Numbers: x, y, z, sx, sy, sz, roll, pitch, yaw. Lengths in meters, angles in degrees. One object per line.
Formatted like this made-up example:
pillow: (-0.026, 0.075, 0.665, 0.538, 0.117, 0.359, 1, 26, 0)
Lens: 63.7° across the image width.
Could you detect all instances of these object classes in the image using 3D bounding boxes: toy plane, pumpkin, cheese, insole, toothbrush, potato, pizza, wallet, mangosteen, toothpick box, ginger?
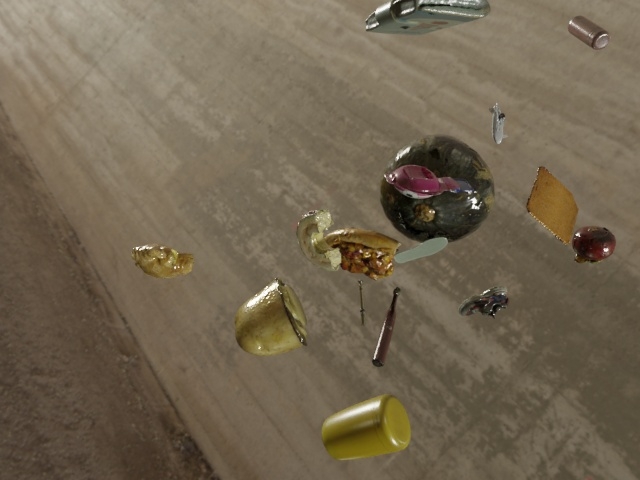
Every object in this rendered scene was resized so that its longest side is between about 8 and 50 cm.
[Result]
toy plane: (0.753, -0.497, 2.187, 0.162, 0.066, 0.171, 9, 70, -74)
pumpkin: (0.448, -0.190, 2.009, 0.454, 0.454, 0.344, 43, 38, -14)
cheese: (0.292, -0.156, 1.396, 0.245, 0.062, 0.155, 3, 33, -13)
insole: (0.261, 0.027, 1.347, 0.053, 0.153, 0.002, 51, 31, -33)
toothbrush: (0.226, 0.277, 1.710, 0.041, 0.041, 0.364, 43, 37, -12)
potato: (-0.168, 0.265, 1.679, 0.242, 0.243, 0.285, 42, 15, -35)
pizza: (0.150, 0.051, 1.928, 0.409, 0.114, 0.278, 1, -35, 47)
wallet: (0.291, -0.662, 1.518, 0.252, 0.083, 0.360, -3, 13, -19)
mangosteen: (1.162, 0.024, 2.197, 0.166, 0.166, 0.180, 43, -22, 44)
toothpick box: (0.140, 0.620, 1.686, 0.175, 0.271, 0.175, 41, 35, -36)
ginger: (-0.492, 0.066, 1.631, 0.216, 0.157, 0.102, 37, 42, -57)

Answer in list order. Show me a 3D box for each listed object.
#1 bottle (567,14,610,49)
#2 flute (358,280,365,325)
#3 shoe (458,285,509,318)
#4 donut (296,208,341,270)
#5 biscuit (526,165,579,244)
bottle: (0.733, -0.570, 1.412, 0.053, 0.053, 0.140, 42, 23, -37)
flute: (0.200, 0.301, 2.487, 0.027, 0.027, 0.232, 42, 39, -51)
shoe: (0.712, 0.291, 2.213, 0.099, 0.228, 0.125, 29, 35, -53)
donut: (-0.004, -0.003, 1.325, 0.108, 0.065, 0.165, -1, -69, 47)
biscuit: (0.858, -0.129, 1.893, 0.237, 0.232, 0.013, 37, -29, -15)
